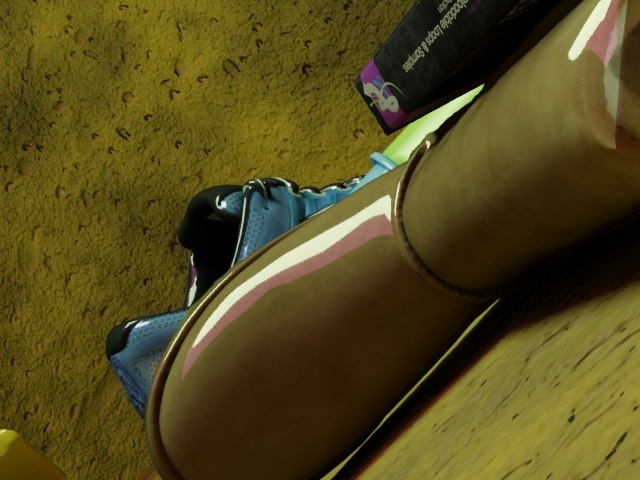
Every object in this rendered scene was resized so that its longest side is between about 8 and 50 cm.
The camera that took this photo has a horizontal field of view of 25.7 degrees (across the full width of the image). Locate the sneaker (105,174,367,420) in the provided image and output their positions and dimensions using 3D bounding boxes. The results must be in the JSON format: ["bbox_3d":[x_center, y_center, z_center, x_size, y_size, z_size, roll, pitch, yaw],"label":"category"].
[{"bbox_3d":[0.000,0.000,0.866,0.330,0.147,0.130,-43,-1,-35],"label":"sneaker"}]

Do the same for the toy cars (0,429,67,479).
[{"bbox_3d":[-0.274,0.245,0.787,0.176,0.087,0.394,-11,-47,-53],"label":"toy cars"}]

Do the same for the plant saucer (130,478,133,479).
[{"bbox_3d":[-0.198,0.268,1.060,0.188,0.045,0.188,-45,0,-8],"label":"plant saucer"}]

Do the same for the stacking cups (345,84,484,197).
[{"bbox_3d":[0.037,0.006,0.733,0.316,0.096,0.096,-47,0,3],"label":"stacking cups"}]

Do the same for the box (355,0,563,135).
[{"bbox_3d":[0.084,-0.094,0.477,0.116,0.029,0.162,-29,-6,-18],"label":"box"}]

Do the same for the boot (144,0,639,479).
[{"bbox_3d":[0.048,-0.008,0.465,0.236,0.089,0.269,-45,1,-18],"label":"boot"}]
